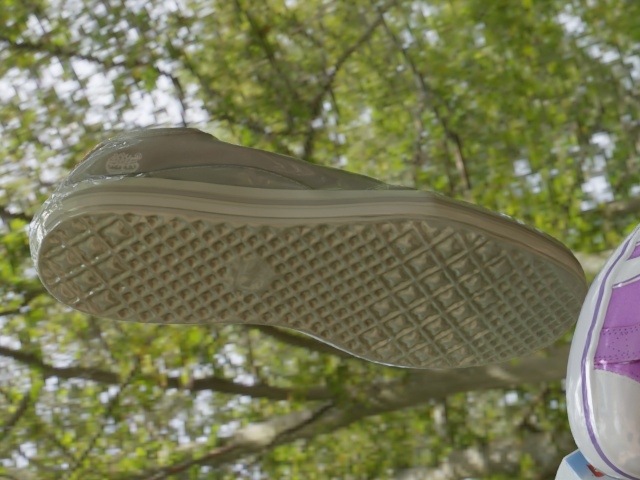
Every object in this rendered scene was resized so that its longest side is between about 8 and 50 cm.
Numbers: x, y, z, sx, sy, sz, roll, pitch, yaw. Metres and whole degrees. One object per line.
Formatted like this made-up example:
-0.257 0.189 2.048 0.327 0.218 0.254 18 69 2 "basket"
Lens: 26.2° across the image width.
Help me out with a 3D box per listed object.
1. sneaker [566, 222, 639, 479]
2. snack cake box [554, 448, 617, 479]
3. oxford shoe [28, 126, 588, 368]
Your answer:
0.248 0.012 0.789 0.102 0.161 0.282 32 -102 -13 "sneaker"
0.294 0.171 1.028 0.264 0.152 0.089 -25 -122 -20 "snack cake box"
0.000 0.000 1.086 0.449 0.169 0.130 8 -144 -14 "oxford shoe"
